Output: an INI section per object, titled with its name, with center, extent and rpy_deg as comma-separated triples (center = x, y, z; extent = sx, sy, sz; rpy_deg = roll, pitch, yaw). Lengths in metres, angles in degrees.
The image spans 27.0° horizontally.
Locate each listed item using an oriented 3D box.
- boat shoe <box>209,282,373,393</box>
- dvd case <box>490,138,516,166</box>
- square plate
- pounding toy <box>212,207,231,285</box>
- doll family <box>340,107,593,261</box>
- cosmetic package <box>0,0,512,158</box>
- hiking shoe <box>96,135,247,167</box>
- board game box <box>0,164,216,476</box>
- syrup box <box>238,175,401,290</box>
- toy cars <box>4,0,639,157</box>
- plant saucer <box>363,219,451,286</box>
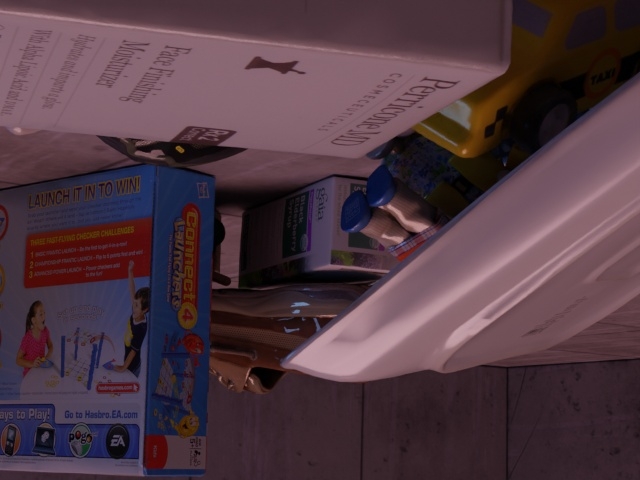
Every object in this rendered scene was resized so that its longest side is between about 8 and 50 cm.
[boat shoe]
center = -0.081, 0.108, 1.422
extent = 0.324, 0.116, 0.123
rpy_deg = -4, 177, 33
[dvd case]
center = 0.268, -0.072, 1.000
extent = 0.238, 0.030, 0.179
rpy_deg = -18, 155, 35
[square plate]
center = 0.188, -0.024, 0.744
extent = 0.344, 0.049, 0.347
rpy_deg = -40, 163, 23
[pounding toy]
center = -0.160, 0.009, 1.493
extent = 0.141, 0.100, 0.130
rpy_deg = 0, 170, 4
[doll family]
center = 0.142, -0.061, 0.906
extent = 0.163, 0.118, 0.263
rpy_deg = 35, 120, -28
[cosmetic package]
center = -0.043, -0.123, 0.480
extent = 0.183, 0.151, 0.151
rpy_deg = 5, 171, -17
[hiking shoe]
center = -0.111, -0.101, 0.871
extent = 0.227, 0.086, 0.114
rpy_deg = 10, 171, -38
[board game box]
center = -0.249, 0.090, 1.389
extent = 0.308, 0.302, 0.086
rpy_deg = -6, 168, 40
[syrup box]
center = 0.000, 0.000, 1.436
extent = 0.096, 0.093, 0.237
rpy_deg = 6, 169, -25
[toy cars]
center = 0.011, -0.120, 0.669
extent = 0.393, 0.087, 0.176
rpy_deg = 3, -145, 0
[plant saucer]
center = 0.075, 0.040, 1.515
extent = 0.195, 0.037, 0.195
rpy_deg = -30, -172, 4
